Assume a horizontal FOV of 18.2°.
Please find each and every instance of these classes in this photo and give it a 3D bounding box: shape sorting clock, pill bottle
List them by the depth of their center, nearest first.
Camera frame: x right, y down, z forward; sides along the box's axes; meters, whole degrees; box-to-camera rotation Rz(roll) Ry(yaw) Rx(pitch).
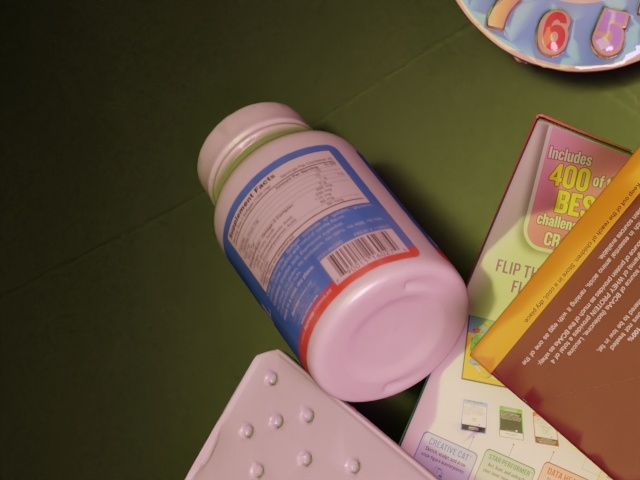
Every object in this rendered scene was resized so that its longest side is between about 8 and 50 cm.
[{"bbox_3d":[0.000,0.000,1.409,0.124,0.124,0.221,-45,47,9],"label":"pill bottle"},{"bbox_3d":[0.186,-0.221,1.417,0.206,0.040,0.206,-1,80,4],"label":"shape sorting clock"}]

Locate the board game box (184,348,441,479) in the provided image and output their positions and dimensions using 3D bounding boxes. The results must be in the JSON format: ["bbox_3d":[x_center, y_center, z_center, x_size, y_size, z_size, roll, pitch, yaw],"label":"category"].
[{"bbox_3d":[0.006,0.335,1.352,0.390,0.050,0.390,37,104,35],"label":"board game box"}]

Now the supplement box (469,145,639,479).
[{"bbox_3d":[0.239,0.067,1.266,0.194,0.129,0.191,41,96,20],"label":"supplement box"}]

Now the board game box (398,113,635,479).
[{"bbox_3d":[0.202,0.103,1.378,0.242,0.064,0.316,24,91,21],"label":"board game box"}]

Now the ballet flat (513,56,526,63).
[{"bbox_3d":[0.139,-0.183,1.459,0.041,0.041,0.114,-2,82,19],"label":"ballet flat"}]
